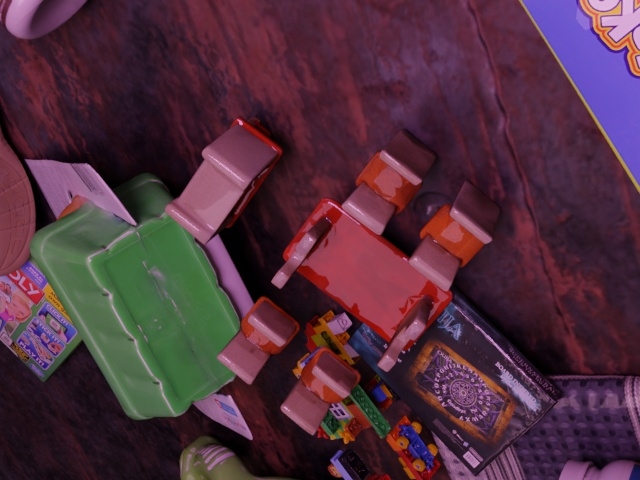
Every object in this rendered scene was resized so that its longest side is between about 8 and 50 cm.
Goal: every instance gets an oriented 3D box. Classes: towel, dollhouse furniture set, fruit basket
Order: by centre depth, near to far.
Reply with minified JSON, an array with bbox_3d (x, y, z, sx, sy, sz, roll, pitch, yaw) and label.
[{"bbox_3d":[0.000,0.000,0.824,0.259,0.135,0.262,39,116,1],"label":"dollhouse furniture set"},{"bbox_3d":[0.282,0.266,0.902,0.312,0.056,0.324,-7,116,35],"label":"towel"},{"bbox_3d":[-0.209,0.047,0.998,0.327,0.165,0.353,64,162,-17],"label":"fruit basket"}]

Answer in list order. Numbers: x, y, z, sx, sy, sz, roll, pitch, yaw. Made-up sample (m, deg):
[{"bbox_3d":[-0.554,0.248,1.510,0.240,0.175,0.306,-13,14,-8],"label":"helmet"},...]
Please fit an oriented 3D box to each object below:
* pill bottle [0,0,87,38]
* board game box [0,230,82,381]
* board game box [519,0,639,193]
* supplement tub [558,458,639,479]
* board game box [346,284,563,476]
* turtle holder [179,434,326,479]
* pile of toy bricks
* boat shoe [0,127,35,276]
[{"bbox_3d":[-0.315,-0.301,0.828,0.215,0.117,0.117,45,136,-3],"label":"pill bottle"},{"bbox_3d":[-0.449,0.036,1.227,0.317,0.046,0.213,45,136,-3],"label":"board game box"},{"bbox_3d":[0.228,-0.120,0.425,0.078,0.347,0.233,-24,106,44],"label":"board game box"},{"bbox_3d":[0.303,0.272,0.757,0.200,0.144,0.144,9,127,26],"label":"supplement tub"},{"bbox_3d":[0.126,0.123,0.864,0.186,0.026,0.126,46,123,14],"label":"board game box"},{"bbox_3d":[-0.080,0.421,1.128,0.320,0.243,0.227,32,152,-2],"label":"turtle holder"},{"bbox_3d":[0.026,0.193,0.969,0.212,0.118,0.105,55,144,-6],"label":"pile of toy bricks"},{"bbox_3d":[-0.428,-0.094,1.079,0.092,0.103,0.285,24,133,51],"label":"boat shoe"}]
